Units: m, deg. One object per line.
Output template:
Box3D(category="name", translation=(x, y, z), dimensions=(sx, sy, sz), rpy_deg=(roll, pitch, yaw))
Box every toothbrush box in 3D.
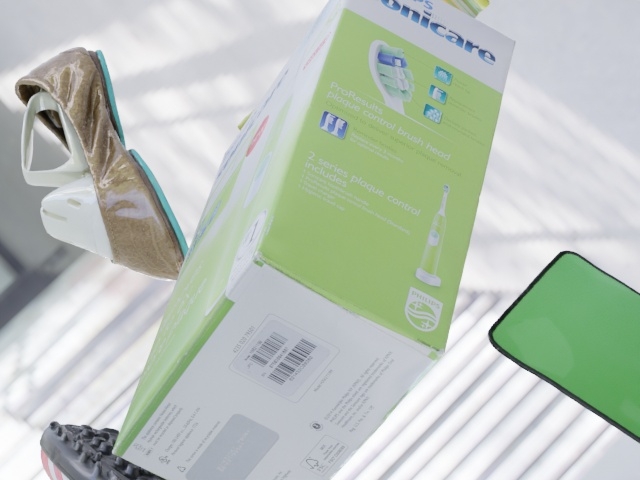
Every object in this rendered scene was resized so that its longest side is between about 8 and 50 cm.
Box3D(category="toothbrush box", translation=(0.000, 0.000, 1.169), dimensions=(0.122, 0.283, 0.206), rpy_deg=(29, 134, -9))

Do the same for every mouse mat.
Box3D(category="mouse mat", translation=(0.226, 0.087, 1.398), dimensions=(0.190, 0.152, 0.007), rpy_deg=(33, 129, 14))

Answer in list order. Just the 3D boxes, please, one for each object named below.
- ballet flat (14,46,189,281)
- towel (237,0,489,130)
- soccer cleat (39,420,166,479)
Box3D(category="ballet flat", translation=(-0.238, -0.070, 1.972), dimensions=(0.116, 0.124, 0.342), rpy_deg=(88, 161, -50))
Box3D(category="towel", translation=(0.037, -0.160, 1.709), dimensions=(0.102, 0.237, 0.021), rpy_deg=(38, -166, -48))
Box3D(category="soccer cleat", translation=(-0.103, 0.226, 1.306), dimensions=(0.109, 0.116, 0.318), rpy_deg=(8, -163, -45))
